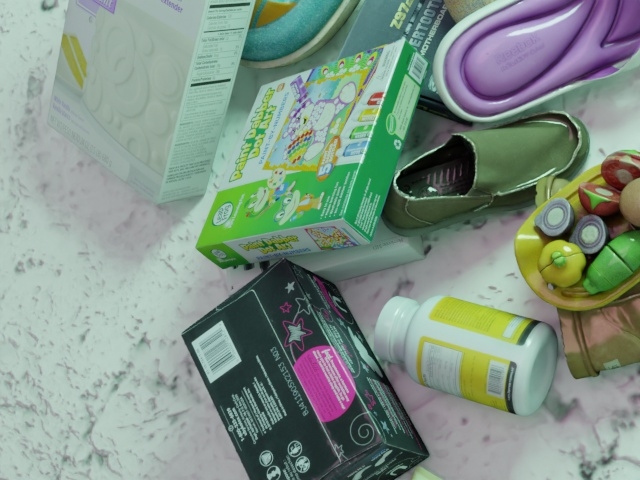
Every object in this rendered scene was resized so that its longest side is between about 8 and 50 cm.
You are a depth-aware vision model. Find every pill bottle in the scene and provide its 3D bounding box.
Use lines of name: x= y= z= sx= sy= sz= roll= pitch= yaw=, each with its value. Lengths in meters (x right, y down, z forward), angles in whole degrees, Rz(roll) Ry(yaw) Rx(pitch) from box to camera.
pill bottle: x=0.156 y=0.118 z=1.274 sx=0.184 sy=0.103 sz=0.103 roll=15 pitch=81 yaw=29

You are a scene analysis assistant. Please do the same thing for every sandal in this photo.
sandal: x=0.316 y=-0.255 z=1.269 sx=0.416 sy=0.102 sz=0.169 roll=-36 pitch=102 yaw=9

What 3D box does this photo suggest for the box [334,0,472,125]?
box: x=0.145 y=-0.274 z=1.425 sx=0.183 sy=0.059 sz=0.232 roll=24 pitch=85 yaw=30

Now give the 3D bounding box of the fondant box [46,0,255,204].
fondant box: x=-0.218 y=-0.247 z=1.488 sx=0.238 sy=0.096 sz=0.330 roll=35 pitch=121 yaw=30

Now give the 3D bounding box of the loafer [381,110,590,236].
loafer: x=0.184 y=-0.078 z=1.303 sx=0.251 sy=0.087 sz=0.094 roll=-24 pitch=70 yaw=-2

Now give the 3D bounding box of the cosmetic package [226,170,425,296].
cosmetic package: x=0.000 y=0.000 z=1.410 sx=0.239 sy=0.060 sz=0.099 roll=-17 pitch=69 yaw=21

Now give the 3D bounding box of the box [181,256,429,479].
box: x=-0.019 y=0.175 z=1.320 sx=0.163 sy=0.142 sz=0.247 roll=-37 pitch=61 yaw=13

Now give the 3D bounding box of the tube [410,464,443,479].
tube: x=0.082 y=0.367 z=1.261 sx=0.070 sy=0.062 sz=0.240 roll=32 pitch=84 yaw=-10

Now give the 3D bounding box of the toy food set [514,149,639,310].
toy food set: x=0.291 y=-0.027 z=1.172 sx=0.218 sy=0.071 sz=0.128 roll=-39 pitch=64 yaw=5

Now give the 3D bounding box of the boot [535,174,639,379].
boot: x=0.375 y=0.015 z=1.215 sx=0.269 sy=0.089 sz=0.236 roll=-15 pitch=76 yaw=20

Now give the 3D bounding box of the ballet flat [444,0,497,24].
ballet flat: x=0.174 y=-0.392 z=1.354 sx=0.108 sy=0.106 sz=0.316 roll=-8 pitch=70 yaw=22

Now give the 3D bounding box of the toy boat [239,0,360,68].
toy boat: x=-0.085 y=-0.374 z=1.492 sx=0.318 sy=0.148 sz=0.267 roll=48 pitch=113 yaw=24

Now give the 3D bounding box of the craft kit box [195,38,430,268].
craft kit box: x=-0.011 y=-0.097 z=1.358 sx=0.247 sy=0.061 sz=0.250 roll=-13 pitch=48 yaw=46
